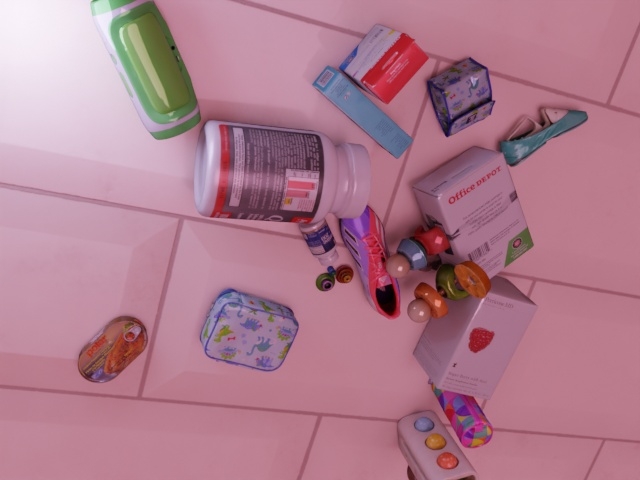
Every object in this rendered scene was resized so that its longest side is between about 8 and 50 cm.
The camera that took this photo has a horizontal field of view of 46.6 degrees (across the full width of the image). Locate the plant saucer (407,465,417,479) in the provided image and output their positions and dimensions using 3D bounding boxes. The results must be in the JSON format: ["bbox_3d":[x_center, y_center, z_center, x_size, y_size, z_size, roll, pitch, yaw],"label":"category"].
[{"bbox_3d":[0.343,0.685,2.232,0.168,0.029,0.169,-6,114,-14],"label":"plant saucer"}]

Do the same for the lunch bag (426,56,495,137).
[{"bbox_3d":[0.336,-0.330,1.754,0.128,0.096,0.151,-28,132,-6],"label":"lunch bag"}]

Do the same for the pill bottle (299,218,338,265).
[{"bbox_3d":[0.000,0.000,1.805,0.067,0.067,0.120,-28,118,-4],"label":"pill bottle"}]

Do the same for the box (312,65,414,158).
[{"bbox_3d":[0.097,-0.291,1.689,0.244,0.100,0.060,37,98,-27],"label":"box"}]

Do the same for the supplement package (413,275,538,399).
[{"bbox_3d":[0.406,0.243,1.974,0.177,0.175,0.293,16,107,-21],"label":"supplement package"}]

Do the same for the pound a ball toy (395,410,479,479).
[{"bbox_3d":[0.287,0.608,2.016,0.208,0.319,0.136,-11,115,-12],"label":"pound a ball toy"}]

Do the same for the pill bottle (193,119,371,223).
[{"bbox_3d":[-0.085,-0.144,1.636,0.362,0.210,0.210,4,112,-18],"label":"pill bottle"}]

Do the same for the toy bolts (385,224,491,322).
[{"bbox_3d":[0.268,0.091,1.793,0.158,0.218,0.229,-37,100,-18],"label":"toy bolts"}]

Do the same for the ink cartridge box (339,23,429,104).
[{"bbox_3d":[0.139,-0.377,1.590,0.078,0.231,0.134,38,98,-27],"label":"ink cartridge box"}]

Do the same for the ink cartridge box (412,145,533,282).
[{"bbox_3d":[0.383,-0.059,1.849,0.211,0.121,0.289,-33,118,-14],"label":"ink cartridge box"}]

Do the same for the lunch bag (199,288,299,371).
[{"bbox_3d":[-0.179,0.228,1.838,0.218,0.090,0.176,18,106,-23],"label":"lunch bag"}]

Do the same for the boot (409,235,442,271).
[{"bbox_3d":[0.270,0.038,1.920,0.118,0.042,0.087,9,112,-20],"label":"boot"}]

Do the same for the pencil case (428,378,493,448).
[{"bbox_3d":[0.384,0.457,2.035,0.104,0.236,0.104,-9,124,-13],"label":"pencil case"}]

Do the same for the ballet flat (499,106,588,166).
[{"bbox_3d":[0.552,-0.280,1.847,0.247,0.083,0.087,-32,104,-4],"label":"ballet flat"}]

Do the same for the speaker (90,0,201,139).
[{"bbox_3d":[-0.351,-0.361,1.509,0.131,0.131,0.297,-24,117,-6],"label":"speaker"}]

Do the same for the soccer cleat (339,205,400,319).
[{"bbox_3d":[0.134,0.051,1.840,0.108,0.116,0.318,-22,117,-6],"label":"soccer cleat"}]

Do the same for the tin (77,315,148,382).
[{"bbox_3d":[-0.500,0.261,1.786,0.189,0.040,0.106,-43,122,4],"label":"tin"}]

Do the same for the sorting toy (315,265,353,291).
[{"bbox_3d":[0.038,0.098,1.874,0.102,0.042,0.061,-27,118,-4],"label":"sorting toy"}]
